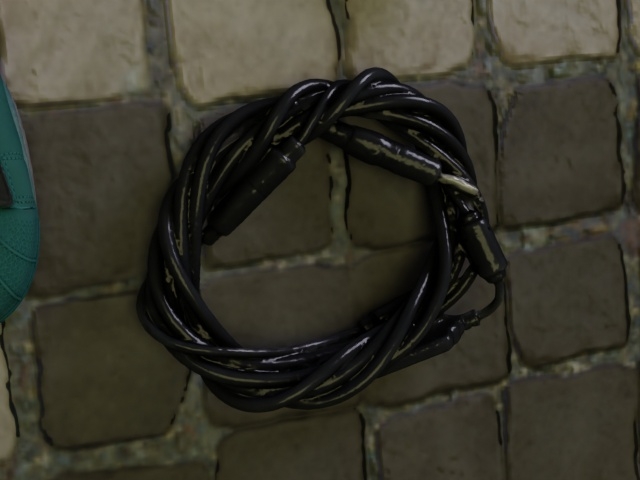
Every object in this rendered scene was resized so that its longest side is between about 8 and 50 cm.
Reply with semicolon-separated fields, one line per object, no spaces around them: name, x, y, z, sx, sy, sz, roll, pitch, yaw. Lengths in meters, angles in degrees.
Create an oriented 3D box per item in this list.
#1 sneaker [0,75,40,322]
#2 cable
sneaker;-0.183;-0.096;0.346;0.108;0.121;0.302;-20;102;-15
cable;0.000;0.000;0.457;0.184;0.047;0.151;-17;101;-15
